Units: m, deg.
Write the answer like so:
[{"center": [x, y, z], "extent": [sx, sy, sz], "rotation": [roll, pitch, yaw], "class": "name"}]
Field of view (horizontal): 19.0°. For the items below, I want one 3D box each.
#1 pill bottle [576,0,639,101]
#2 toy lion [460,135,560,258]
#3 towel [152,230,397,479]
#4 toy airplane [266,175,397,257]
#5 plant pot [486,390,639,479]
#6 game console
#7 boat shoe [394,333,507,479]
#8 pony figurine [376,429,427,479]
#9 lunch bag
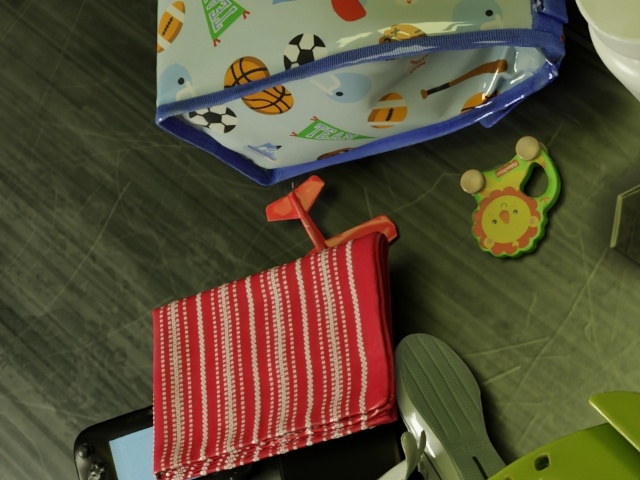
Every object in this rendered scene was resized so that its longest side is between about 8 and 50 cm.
[{"center": [0.324, -0.181, 1.640], "extent": [0.160, 0.283, 0.160], "rotation": [-8, 71, 25], "class": "pill bottle"}, {"center": [0.185, -0.035, 1.817], "extent": [0.100, 0.034, 0.096], "rotation": [-32, 69, 15], "class": "toy lion"}, {"center": [-0.049, 0.112, 1.825], "extent": [0.274, 0.031, 0.199], "rotation": [-19, 55, 26], "class": "towel"}, {"center": [0.000, 0.000, 1.898], "extent": [0.151, 0.028, 0.151], "rotation": [-6, 77, 25], "class": "toy airplane"}, {"center": [0.262, 0.264, 1.574], "extent": [0.207, 0.227, 0.228], "rotation": [-45, 59, 1], "class": "plant pot"}, {"center": [-0.081, 0.202, 1.869], "extent": [0.361, 0.044, 0.213], "rotation": [-20, 68, 22], "class": "game console"}, {"center": [0.113, 0.191, 1.753], "extent": [0.076, 0.083, 0.226], "rotation": [113, 147, -41], "class": "boat shoe"}, {"center": [-0.045, 0.354, 1.676], "extent": [0.351, 0.302, 0.363], "rotation": [-38, 73, 41], "class": "pony figurine"}, {"center": [0.052, -0.263, 1.840], "extent": [0.385, 0.239, 0.328], "rotation": [-17, 65, 30], "class": "lunch bag"}]
